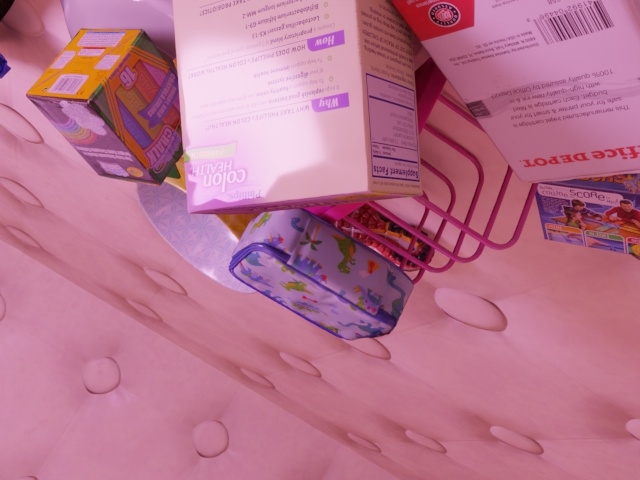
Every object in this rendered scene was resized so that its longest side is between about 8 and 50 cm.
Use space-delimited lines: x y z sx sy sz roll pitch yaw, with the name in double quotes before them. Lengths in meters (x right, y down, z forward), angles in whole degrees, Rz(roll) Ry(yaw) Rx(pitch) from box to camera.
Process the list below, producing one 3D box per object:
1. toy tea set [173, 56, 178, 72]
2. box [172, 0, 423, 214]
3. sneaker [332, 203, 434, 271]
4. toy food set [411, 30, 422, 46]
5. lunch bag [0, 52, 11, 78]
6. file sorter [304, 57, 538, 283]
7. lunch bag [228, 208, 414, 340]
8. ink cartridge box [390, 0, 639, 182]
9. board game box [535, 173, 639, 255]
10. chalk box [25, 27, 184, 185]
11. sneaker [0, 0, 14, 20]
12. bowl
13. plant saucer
"toy tea set" -0.063 -0.147 0.959 0.200 0.124 0.336 -9 150 3
"box" -0.024 -0.154 0.708 0.214 0.242 0.117 -5 178 32
"sneaker" 0.081 -0.005 1.216 0.225 0.088 0.092 30 164 8
"toy food set" 0.008 -0.271 0.790 0.218 0.071 0.128 23 155 12
"lunch bag" -0.653 -0.370 1.183 0.293 0.138 0.221 41 174 -38
"file sorter" 0.120 -0.066 0.914 0.182 0.202 0.291 33 156 -13
"lunch bag" -0.004 0.049 0.921 0.219 0.090 0.176 32 159 -14
"ink cartridge box" 0.226 -0.188 0.663 0.197 0.114 0.273 -2 141 48
"board game box" 0.379 -0.035 0.896 0.201 0.035 0.136 13 151 32
"chalk box" -0.260 -0.166 0.973 0.132 0.132 0.213 11 152 32
"sneaker" -0.510 -0.408 1.037 0.123 0.105 0.290 36 156 -22
"bowl" -0.174 -0.056 1.284 0.290 0.156 0.289 31 154 18
"plant saucer" -0.235 -0.248 1.064 0.401 0.100 0.400 24 156 11
